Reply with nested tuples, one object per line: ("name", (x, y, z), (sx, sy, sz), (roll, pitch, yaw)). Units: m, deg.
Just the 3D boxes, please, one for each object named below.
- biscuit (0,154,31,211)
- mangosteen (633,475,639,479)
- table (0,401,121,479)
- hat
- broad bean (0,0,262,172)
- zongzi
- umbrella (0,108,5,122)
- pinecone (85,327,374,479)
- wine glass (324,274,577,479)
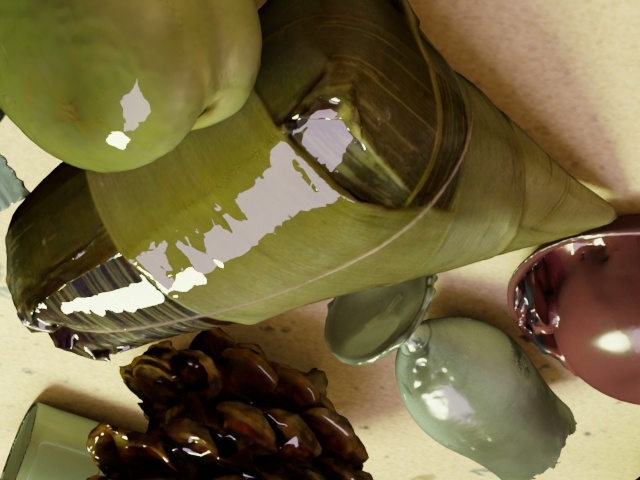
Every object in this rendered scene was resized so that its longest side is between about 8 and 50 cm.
("biscuit", (-0.339, -0.055, 0.991), (0.309, 0.079, 0.186), (-23, 100, 40))
("mangosteen", (0.364, 0.300, 1.199), (0.297, 0.293, 0.297), (28, 132, 36))
("table", (-0.176, 0.239, 1.349), (0.220, 0.126, 0.126), (20, 143, -14))
("hat", (0.232, 0.062, 1.039), (0.205, 0.089, 0.205), (7, 145, 5))
("broad bean", (-0.137, -0.157, 0.759), (0.189, 0.121, 0.263), (-31, 87, 48))
("zongzi", (0.000, 0.000, 0.935), (0.289, 0.154, 0.317), (-32, 138, 27))
("umbrella", (-0.270, -0.043, 1.033), (0.071, 0.071, 0.248), (29, 141, -25))
("pinecone", (-0.078, 0.192, 1.160), (0.243, 0.257, 0.243), (12, 117, 24))
("wine glass", (0.106, 0.101, 1.117), (0.103, 0.103, 0.222), (-19, 136, 34))
